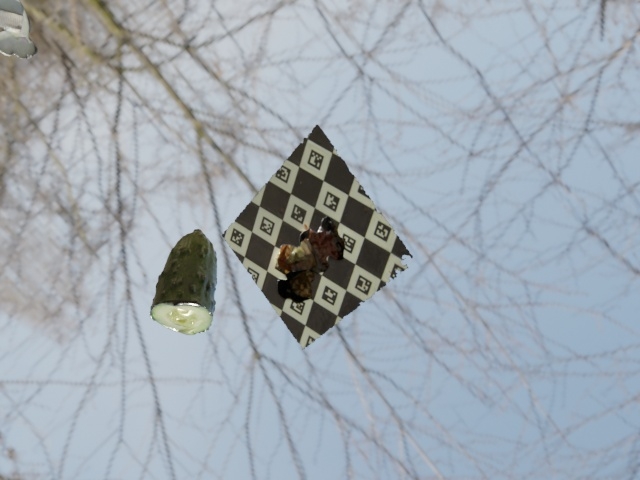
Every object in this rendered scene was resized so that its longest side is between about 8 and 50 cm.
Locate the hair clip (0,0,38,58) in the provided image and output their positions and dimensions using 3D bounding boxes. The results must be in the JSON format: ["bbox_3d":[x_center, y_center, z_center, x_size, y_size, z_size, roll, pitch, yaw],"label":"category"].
[{"bbox_3d":[-0.559,-0.381,1.855,0.049,0.172,0.116,4,-93,40],"label":"hair clip"}]

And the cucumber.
[{"bbox_3d":[-0.270,0.069,2.261,0.134,0.134,0.245,-23,-136,30],"label":"cucumber"}]

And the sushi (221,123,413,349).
[{"bbox_3d":[0.000,0.000,1.751,0.290,0.264,0.050,-44,167,36],"label":"sushi"}]
